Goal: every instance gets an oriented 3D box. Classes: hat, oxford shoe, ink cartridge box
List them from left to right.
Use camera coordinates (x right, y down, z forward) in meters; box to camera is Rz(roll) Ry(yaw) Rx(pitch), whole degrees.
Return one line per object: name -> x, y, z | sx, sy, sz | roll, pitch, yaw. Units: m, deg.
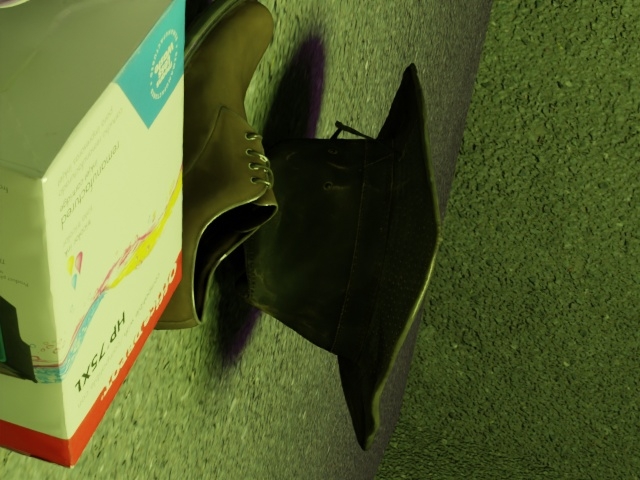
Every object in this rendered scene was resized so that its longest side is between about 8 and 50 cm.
ink cartridge box -> -0.121, 0.004, 0.596 | 0.231, 0.078, 0.134 | 96, 14, -46
oxford shoe -> -0.062, -0.047, 0.787 | 0.083, 0.096, 0.227 | 74, 32, -68
hat -> 0.000, 0.000, 1.079 | 0.331, 0.134, 0.331 | -170, -90, -82

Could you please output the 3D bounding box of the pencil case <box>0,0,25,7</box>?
pencil case -> -0.086, -0.153, 0.506 | 0.088, 0.086, 0.206 | -40, -170, 30
